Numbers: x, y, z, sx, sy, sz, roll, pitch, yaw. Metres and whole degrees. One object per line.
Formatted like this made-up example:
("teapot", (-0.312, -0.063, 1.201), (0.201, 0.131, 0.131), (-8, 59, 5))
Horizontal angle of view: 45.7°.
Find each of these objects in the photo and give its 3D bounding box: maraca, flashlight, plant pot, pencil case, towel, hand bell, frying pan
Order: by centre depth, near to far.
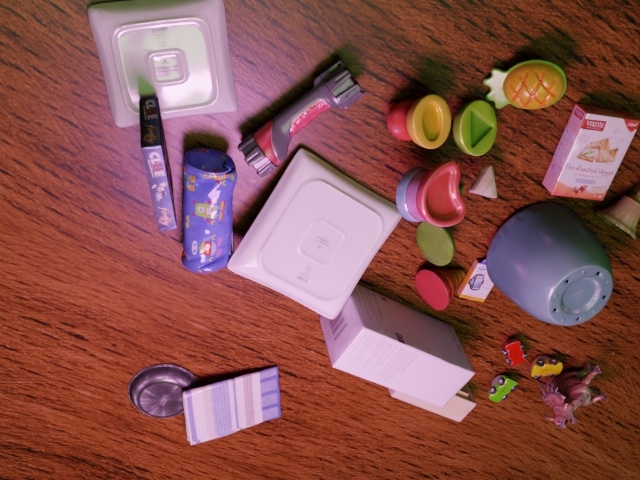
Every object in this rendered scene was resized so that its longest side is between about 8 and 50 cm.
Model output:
("flashlight", (-0.041, -0.267, 1.713), (0.304, 0.103, 0.103), (-34, 150, 11))
("maraca", (0.474, -0.360, 1.765), (0.186, 0.099, 0.127), (-1, 126, 21))
("pencil case", (-0.261, -0.064, 1.787), (0.133, 0.119, 0.306), (8, 123, 3))
("plant pot", (0.619, 0.084, 1.991), (0.293, 0.235, 0.292), (-8, 123, -13))
("hand bell", (0.856, -0.134, 2.012), (0.126, 0.126, 0.242), (31, 99, -28))
("frying pan", (-0.401, 0.470, 2.169), (0.197, 0.053, 0.326), (-38, 120, 15))
("towel", (-0.252, 0.471, 2.179), (0.285, 0.034, 0.209), (-14, 125, -18))

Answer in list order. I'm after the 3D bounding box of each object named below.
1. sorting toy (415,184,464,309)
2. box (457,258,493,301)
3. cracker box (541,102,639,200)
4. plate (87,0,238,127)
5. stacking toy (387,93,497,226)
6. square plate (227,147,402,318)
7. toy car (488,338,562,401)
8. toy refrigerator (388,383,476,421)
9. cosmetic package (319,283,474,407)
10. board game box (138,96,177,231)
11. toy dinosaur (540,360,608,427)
("sorting toy", (0.337, 0.007, 1.998), (0.126, 0.127, 0.365), (-25, 128, -31))
("box", (0.446, 0.106, 2.113), (0.081, 0.028, 0.136), (14, 117, -20))
("cracker box", (0.679, -0.220, 1.917), (0.156, 0.067, 0.232), (5, 122, -16))
("plate", (-0.326, -0.374, 1.610), (0.277, 0.045, 0.278), (-9, 125, -6))
("stacking toy", (0.282, -0.199, 1.810), (0.280, 0.130, 0.308), (-15, 107, -36))
("square plate", (0.000, 0.000, 1.876), (0.347, 0.049, 0.344), (29, 97, -29))
("toy car", (0.593, 0.404, 2.331), (0.239, 0.053, 0.225), (27, 115, -26))
("toy refrigerator", (0.329, 0.439, 2.268), (0.270, 0.102, 0.094), (26, 115, -25))
("cosmetic package", (0.206, 0.285, 2.070), (0.385, 0.217, 0.156), (22, 117, -26))
("board game box", (-0.351, -0.162, 1.644), (0.042, 0.165, 0.243), (-7, 139, -8))
("toy dinosaur", (0.757, 0.462, 2.332), (0.200, 0.296, 0.127), (-20, 87, 6))
